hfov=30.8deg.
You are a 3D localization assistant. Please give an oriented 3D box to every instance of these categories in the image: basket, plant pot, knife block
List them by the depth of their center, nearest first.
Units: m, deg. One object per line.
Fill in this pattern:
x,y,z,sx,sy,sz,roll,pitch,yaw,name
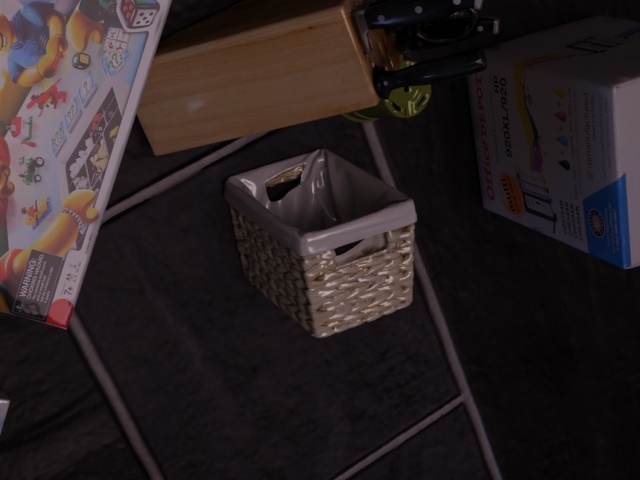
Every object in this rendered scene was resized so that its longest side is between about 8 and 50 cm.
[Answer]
0.001,-0.150,0.935,0.275,0.242,0.088,-30,115,-17,knife block
0.000,0.000,1.026,0.113,0.167,0.103,-18,118,-22,basket
0.060,-0.143,1.063,0.083,0.079,0.083,-8,109,-26,plant pot

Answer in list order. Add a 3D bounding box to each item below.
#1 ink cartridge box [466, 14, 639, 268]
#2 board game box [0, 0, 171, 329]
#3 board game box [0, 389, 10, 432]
0.273,-0.102,1.098,0.168,0.232,0.171,-18,112,-20,ink cartridge box
-0.246,-0.102,0.905,0.193,0.053,0.305,17,96,-16,board game box
-0.349,0.166,0.965,0.154,0.026,0.103,14,97,-30,board game box
